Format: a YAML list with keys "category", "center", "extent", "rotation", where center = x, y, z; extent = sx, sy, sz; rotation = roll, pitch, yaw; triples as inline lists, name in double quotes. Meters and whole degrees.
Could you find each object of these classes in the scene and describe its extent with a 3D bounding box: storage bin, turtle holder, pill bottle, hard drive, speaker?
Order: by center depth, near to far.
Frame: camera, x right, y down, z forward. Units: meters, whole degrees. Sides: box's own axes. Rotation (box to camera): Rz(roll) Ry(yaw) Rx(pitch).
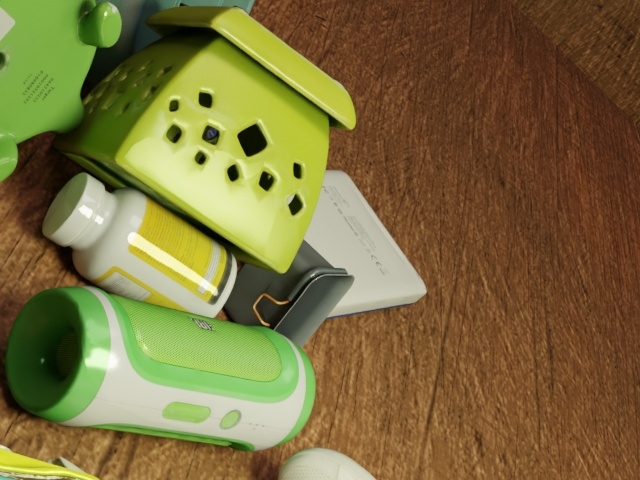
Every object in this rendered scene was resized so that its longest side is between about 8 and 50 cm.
- category: "speaker"
  center: [-0.139, 0.122, 1.336]
  extent: [0.297, 0.131, 0.131]
  rotation: [17, 39, -48]
- category: "turtle holder"
  center: [-0.330, -0.212, 1.381]
  extent: [0.227, 0.243, 0.320]
  rotation: [41, 29, 27]
- category: "pill bottle"
  center: [-0.182, 0.011, 1.451]
  extent: [0.184, 0.103, 0.103]
  rotation: [35, 28, -27]
- category: "storage bin"
  center: [-0.048, 0.057, 1.580]
  extent: [0.091, 0.135, 0.098]
  rotation: [47, 23, 26]
- category: "hard drive"
  center: [0.000, 0.000, 1.817]
  extent: [0.210, 0.040, 0.319]
  rotation: [56, 24, 15]

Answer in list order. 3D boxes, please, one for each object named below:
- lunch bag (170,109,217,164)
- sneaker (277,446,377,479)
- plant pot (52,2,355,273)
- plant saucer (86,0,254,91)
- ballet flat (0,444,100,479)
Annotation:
- category: "lunch bag"
  center: [-0.153, -0.122, 1.729]
  extent: [0.065, 0.067, 0.098]
  rotation: [28, 33, -36]
- category: "sneaker"
  center: [0.023, 0.325, 1.327]
  extent: [0.292, 0.108, 0.169]
  rotation: [58, 24, 17]
- category: "plant pot"
  center: [-0.113, -0.119, 1.519]
  extent: [0.228, 0.207, 0.227]
  rotation: [34, -7, -27]
- category: "plant saucer"
  center: [-0.153, -0.281, 1.673]
  extent: [0.044, 0.317, 0.318]
  rotation: [31, 20, 19]
- category: "ballet flat"
  center: [-0.230, 0.198, 1.152]
  extent: [0.231, 0.077, 0.077]
  rotation: [27, 16, -35]
